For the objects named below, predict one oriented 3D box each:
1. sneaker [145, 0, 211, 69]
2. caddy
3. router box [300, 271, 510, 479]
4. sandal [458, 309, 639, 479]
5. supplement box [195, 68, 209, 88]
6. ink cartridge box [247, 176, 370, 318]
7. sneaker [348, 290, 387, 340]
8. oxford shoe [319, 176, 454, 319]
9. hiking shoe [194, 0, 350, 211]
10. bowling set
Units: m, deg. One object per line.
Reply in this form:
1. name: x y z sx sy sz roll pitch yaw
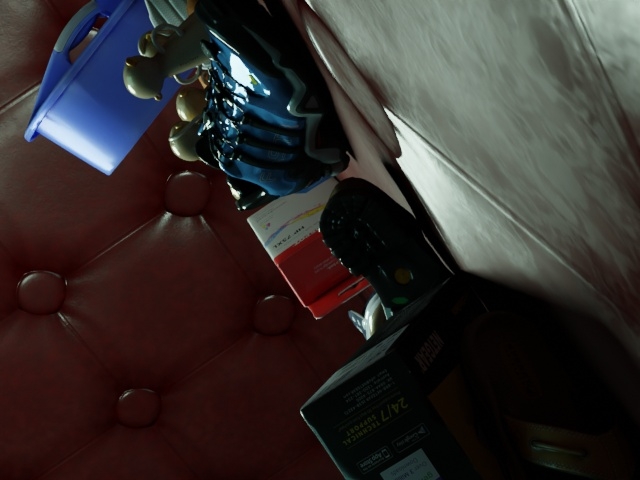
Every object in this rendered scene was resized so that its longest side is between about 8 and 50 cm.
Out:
1. sneaker: -0.177 -0.325 1.407 0.258 0.094 0.091 60 -164 -2
2. caddy: -0.286 -0.256 1.667 0.179 0.341 0.241 38 -179 -10
3. router box: 0.120 0.164 0.859 0.243 0.081 0.309 56 -164 1
4. sandal: 0.159 0.121 0.735 0.060 0.090 0.219 110 147 -44
5. supplement box: -0.123 -0.219 1.737 0.080 0.078 0.233 52 179 3
6. ink cartridge box: 0.000 0.000 1.536 0.078 0.134 0.231 57 177 -26
7. sneaker: 0.088 0.094 1.477 0.153 0.099 0.282 52 180 34
8. oxford shoe: 0.086 0.032 1.056 0.227 0.082 0.096 56 -163 -18
9. hiking shoe: -0.064 -0.119 1.115 0.113 0.132 0.304 54 178 32
10. bowling set: -0.126 -0.181 1.298 0.200 0.154 0.287 54 177 42
